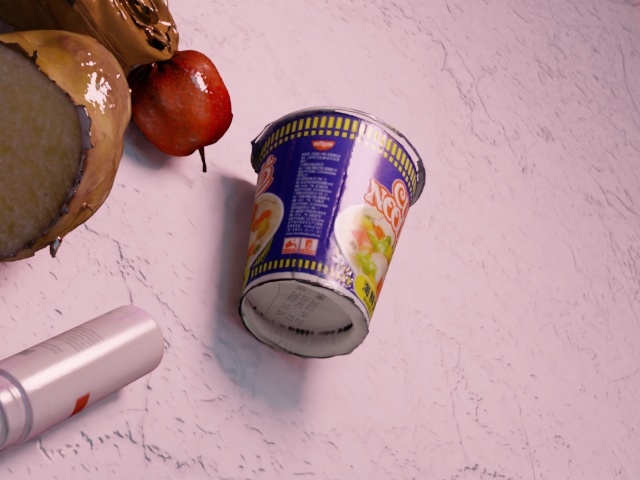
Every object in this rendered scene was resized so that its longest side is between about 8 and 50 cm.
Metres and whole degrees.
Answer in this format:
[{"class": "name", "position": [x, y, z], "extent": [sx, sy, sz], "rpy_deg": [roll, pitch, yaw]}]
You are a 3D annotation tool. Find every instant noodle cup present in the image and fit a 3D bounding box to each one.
[{"class": "instant noodle cup", "position": [0.000, 0.000, 2.083], "extent": [0.284, 0.284, 0.312], "rpy_deg": [36, 47, -25]}]

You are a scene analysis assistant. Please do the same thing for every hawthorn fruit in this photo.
[{"class": "hawthorn fruit", "position": [-0.207, -0.192, 2.089], "extent": [0.194, 0.157, 0.157], "rpy_deg": [66, 31, -15]}]

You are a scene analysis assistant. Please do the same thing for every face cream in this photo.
[{"class": "face cream", "position": [-0.326, 0.172, 1.659], "extent": [0.102, 0.102, 0.345], "rpy_deg": [57, 35, 4]}]

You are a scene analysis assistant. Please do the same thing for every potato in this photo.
[{"class": "potato", "position": [-0.357, -0.124, 1.773], "extent": [0.301, 0.289, 0.237], "rpy_deg": [45, 14, 15]}]

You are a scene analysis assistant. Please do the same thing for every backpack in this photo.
[{"class": "backpack", "position": [-0.361, -0.376, 1.931], "extent": [0.378, 0.201, 0.353], "rpy_deg": [53, 15, -11]}]

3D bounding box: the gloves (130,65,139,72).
[{"class": "gloves", "position": [-0.296, -0.318, 2.146], "extent": [0.153, 0.070, 0.114], "rpy_deg": [36, 38, -25]}]
